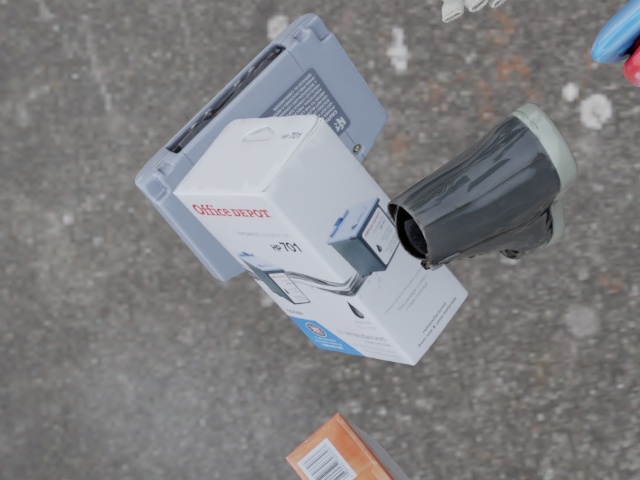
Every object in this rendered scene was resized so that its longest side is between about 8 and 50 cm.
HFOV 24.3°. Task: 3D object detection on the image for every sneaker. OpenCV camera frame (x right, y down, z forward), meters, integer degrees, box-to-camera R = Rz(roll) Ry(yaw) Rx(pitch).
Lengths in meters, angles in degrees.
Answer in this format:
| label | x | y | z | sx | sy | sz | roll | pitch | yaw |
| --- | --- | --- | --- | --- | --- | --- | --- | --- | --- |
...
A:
| label | x | y | z | sx | sy | sz | roll | pitch | yaw |
| --- | --- | --- | --- | --- | --- | --- | --- | --- | --- |
| sneaker | 0.105 | -0.021 | 1.045 | 0.083 | 0.118 | 0.222 | 58 | 176 | 16 |

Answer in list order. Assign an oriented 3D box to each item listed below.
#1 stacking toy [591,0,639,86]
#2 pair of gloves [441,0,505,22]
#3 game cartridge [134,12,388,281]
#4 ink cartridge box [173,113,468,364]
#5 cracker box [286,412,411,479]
| label | x | y | z | sx | sy | sz | roll | pitch | yaw |
| --- | --- | --- | --- | --- | --- | --- | --- | --- | --- |
| stacking toy | 0.389 | -0.109 | 1.272 | 0.166 | 0.175 | 0.302 | -42 | 79 | 39 |
| pair of gloves | 0.198 | -0.322 | 1.426 | 0.240 | 0.042 | 0.204 | -29 | 47 | 18 |
| game cartridge | -0.061 | -0.103 | 1.787 | 0.297 | 0.198 | 0.062 | -45 | 38 | -12 |
| ink cartridge box | 0.000 | 0.000 | 1.140 | 0.082 | 0.191 | 0.139 | -53 | 27 | -20 |
| cracker box | 0.062 | 0.252 | 1.370 | 0.067 | 0.232 | 0.156 | -41 | 70 | 0 |
